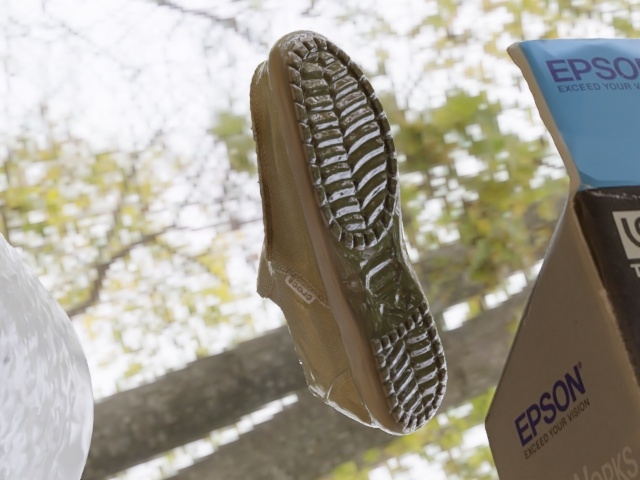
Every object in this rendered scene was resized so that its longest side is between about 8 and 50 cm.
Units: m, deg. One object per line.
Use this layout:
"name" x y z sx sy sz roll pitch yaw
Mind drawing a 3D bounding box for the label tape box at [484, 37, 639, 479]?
"label tape box" 0.205 0.094 0.690 0.115 0.249 0.348 -55 -136 51

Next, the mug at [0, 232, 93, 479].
"mug" -0.292 0.109 1.130 0.374 0.276 0.328 57 -4 23

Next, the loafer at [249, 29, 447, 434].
"loafer" 0.000 0.000 1.176 0.092 0.102 0.268 -8 -80 39
